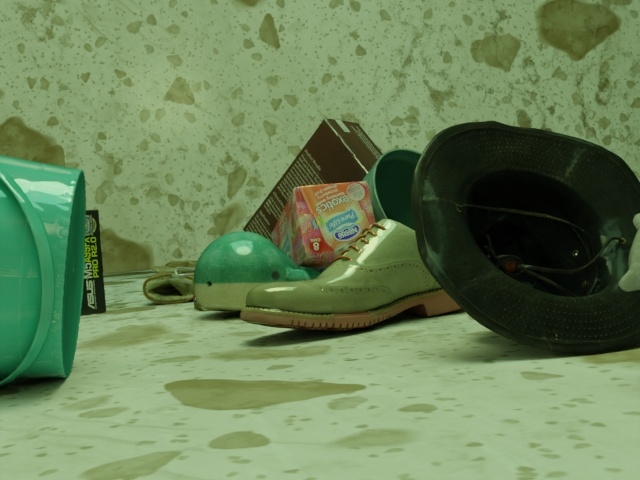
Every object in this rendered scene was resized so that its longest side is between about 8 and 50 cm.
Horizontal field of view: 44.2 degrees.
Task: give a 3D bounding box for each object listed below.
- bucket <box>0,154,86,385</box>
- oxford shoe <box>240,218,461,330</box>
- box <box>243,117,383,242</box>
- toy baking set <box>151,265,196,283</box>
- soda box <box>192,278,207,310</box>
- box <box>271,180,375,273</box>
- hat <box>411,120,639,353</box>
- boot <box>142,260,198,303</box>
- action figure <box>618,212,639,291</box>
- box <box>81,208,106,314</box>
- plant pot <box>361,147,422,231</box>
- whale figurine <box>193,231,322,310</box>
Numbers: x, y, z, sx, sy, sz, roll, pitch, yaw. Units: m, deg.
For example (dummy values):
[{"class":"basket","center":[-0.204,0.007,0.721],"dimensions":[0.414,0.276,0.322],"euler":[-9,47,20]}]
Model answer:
[{"class":"bucket","center":[-0.366,0.031,0.879],"dimensions":[0.183,0.281,0.281],"euler":[3,0,-12]},{"class":"oxford shoe","center":[0.057,0.046,1.129],"dimensions":[0.397,0.146,0.140],"euler":[-6,3,-38]},{"class":"box","center":[-0.005,-0.090,1.906],"dimensions":[0.143,0.191,0.381],"euler":[-4,-38,-49]},{"class":"toy baking set","center":[-0.215,0.073,1.672],"dimensions":[0.256,0.030,0.197],"euler":[16,11,12]},{"class":"soda box","center":[-0.156,0.095,1.541],"dimensions":[0.181,0.061,0.058],"euler":[-6,3,-27]},{"class":"box","center":[0.000,0.000,1.613],"dimensions":[0.154,0.142,0.300],"euler":[-5,-17,-15]},{"class":"hat","center":[0.240,0.015,0.917],"dimensions":[0.331,0.331,0.134],"euler":[-5,-37,-14]},{"class":"boot","center":[-0.273,0.092,1.818],"dimensions":[0.236,0.089,0.269],"euler":[-8,5,-4]},{"class":"action figure","center":[0.407,0.022,0.611],"dimensions":[0.330,0.178,0.341],"euler":[5,6,15]},{"class":"box","center":[-0.542,0.046,1.716],"dimensions":[0.060,0.216,0.270],"euler":[-4,2,-32]},{"class":"plant pot","center":[0.175,-0.026,1.715],"dimensions":[0.293,0.293,0.196],"euler":[-6,-25,-41]},{"class":"whale figurine","center":[-0.103,0.055,1.423],"dimensions":[0.216,0.141,0.272],"euler":[-4,-2,40]}]
